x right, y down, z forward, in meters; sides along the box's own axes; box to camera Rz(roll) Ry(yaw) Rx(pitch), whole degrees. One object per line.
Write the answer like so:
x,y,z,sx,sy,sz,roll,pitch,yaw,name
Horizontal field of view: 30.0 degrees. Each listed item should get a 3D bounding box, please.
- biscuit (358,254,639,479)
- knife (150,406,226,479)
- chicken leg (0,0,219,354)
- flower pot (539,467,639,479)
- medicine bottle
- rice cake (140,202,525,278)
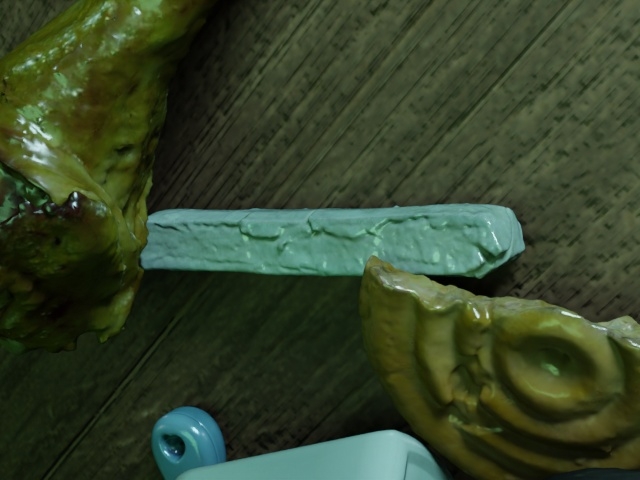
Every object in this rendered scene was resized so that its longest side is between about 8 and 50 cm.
0.119,0.089,0.637,0.224,0.033,0.144,18,128,18,biscuit
-0.078,0.229,0.828,0.058,0.032,0.244,1,109,27,knife
-0.131,-0.070,0.661,0.140,0.211,0.361,23,126,-19,chicken leg
0.095,0.256,0.519,0.379,0.251,0.379,12,112,32,flower pot
-0.027,0.185,0.724,0.229,0.083,0.121,-16,129,29,medicine bottle
0.000,0.000,0.697,0.245,0.045,0.042,-1,100,32,rice cake
